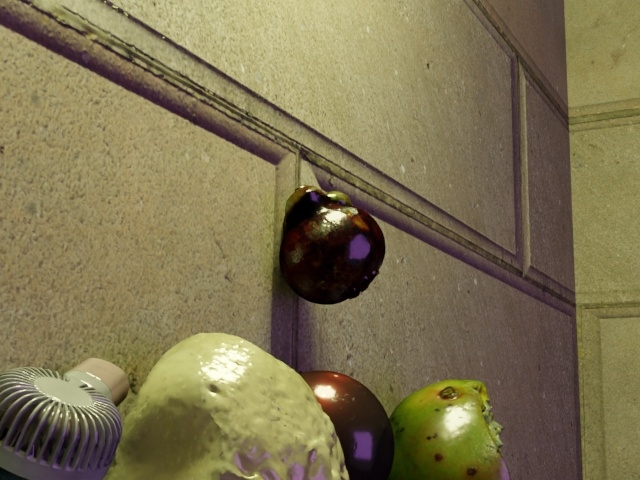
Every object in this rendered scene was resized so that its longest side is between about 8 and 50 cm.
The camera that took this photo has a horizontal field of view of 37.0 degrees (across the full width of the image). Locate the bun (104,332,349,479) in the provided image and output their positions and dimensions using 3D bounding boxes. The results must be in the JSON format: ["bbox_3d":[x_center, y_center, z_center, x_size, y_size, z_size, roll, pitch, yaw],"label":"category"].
[{"bbox_3d":[-0.086,0.281,1.036,0.352,0.227,0.349,-6,105,-80],"label":"bun"}]

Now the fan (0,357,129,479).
[{"bbox_3d":[-0.241,0.164,0.920,0.244,0.130,0.074,-44,158,-83],"label":"fan"}]

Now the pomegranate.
[{"bbox_3d":[0.213,0.422,1.680,0.310,0.215,0.359,-100,-172,-70],"label":"pomegranate"}]

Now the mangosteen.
[{"bbox_3d":[0.007,0.006,1.436,0.184,0.172,0.172,53,33,-5],"label":"mangosteen"}]

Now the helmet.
[{"bbox_3d":[0.004,0.283,1.355,0.216,0.193,0.189,49,12,26],"label":"helmet"}]

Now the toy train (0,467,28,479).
[{"bbox_3d":[-0.315,0.276,0.778,0.298,0.120,0.194,-28,100,-67],"label":"toy train"}]
